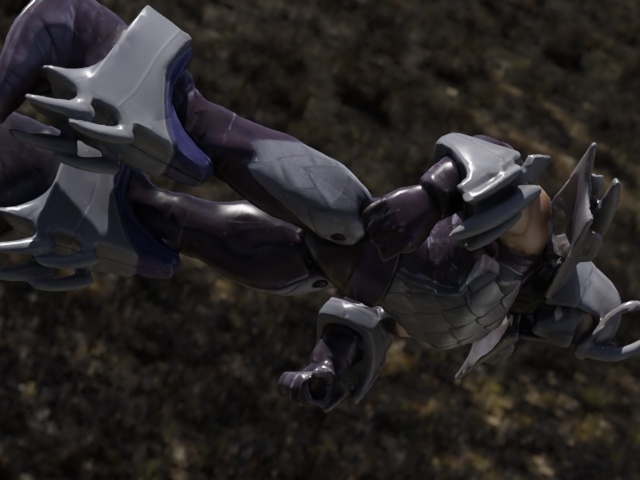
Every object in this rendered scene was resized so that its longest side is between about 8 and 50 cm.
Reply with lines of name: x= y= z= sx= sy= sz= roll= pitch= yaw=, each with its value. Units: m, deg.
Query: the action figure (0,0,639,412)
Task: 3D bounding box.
action figure: x=0.000 y=0.000 z=0.676 sx=0.285 sy=0.185 sz=0.099 roll=19 pitch=49 yaw=-7
